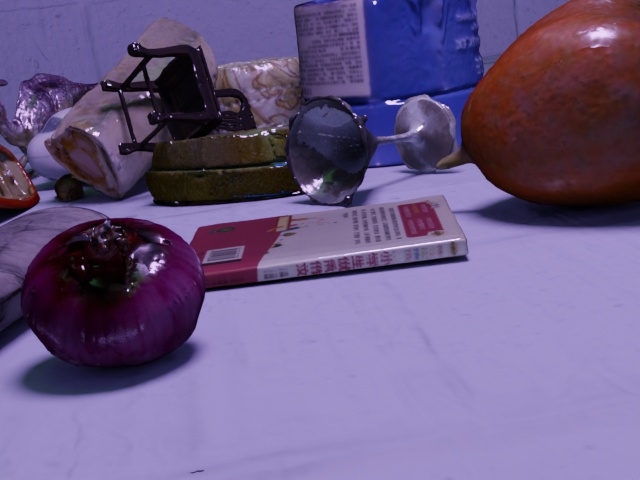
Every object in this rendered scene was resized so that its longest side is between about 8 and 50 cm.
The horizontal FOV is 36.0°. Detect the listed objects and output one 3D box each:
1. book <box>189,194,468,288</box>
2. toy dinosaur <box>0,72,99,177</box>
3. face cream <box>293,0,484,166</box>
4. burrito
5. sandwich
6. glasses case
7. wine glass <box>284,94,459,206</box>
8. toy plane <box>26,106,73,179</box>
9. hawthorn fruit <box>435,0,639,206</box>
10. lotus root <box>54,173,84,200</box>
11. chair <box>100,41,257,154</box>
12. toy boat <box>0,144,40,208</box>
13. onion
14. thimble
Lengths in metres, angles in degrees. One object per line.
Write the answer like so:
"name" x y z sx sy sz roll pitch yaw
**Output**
"book" 0.000 0.000 0.834 0.232 0.022 0.162 -7 15 3
"toy dinosaur" -0.448 -0.189 1.600 0.077 0.162 0.294 -4 13 17
"face cream" 0.095 -0.228 1.327 0.249 0.225 0.249 -8 14 2
"burrito" -0.241 -0.191 1.335 0.143 0.105 0.299 19 48 14
"sandwich" -0.078 -0.098 1.177 0.235 0.079 0.159 -1 14 28
"glasses case" -0.255 0.035 0.743 0.114 0.060 0.299 -5 13 11
"wine glass" 0.063 -0.106 1.090 0.122 0.122 0.183 5 11 43
"toy plane" -0.316 -0.153 1.479 0.252 0.118 0.252 -10 13 2
"hawthorn fruit" 0.216 -0.112 0.875 0.251 0.199 0.199 -17 8 23
"lotus root" -0.342 -0.074 1.335 0.038 0.030 0.083 -12 13 -14
"chair" -0.149 -0.174 1.246 0.229 0.106 0.113 -7 -16 -40
"toy boat" -0.440 -0.090 1.146 0.079 0.136 0.392 -35 -7 4
"onion" -0.130 0.027 0.616 0.115 0.104 0.115 1 48 -2
"thimble" -0.109 -0.192 1.461 0.191 0.143 0.137 -1 15 30
